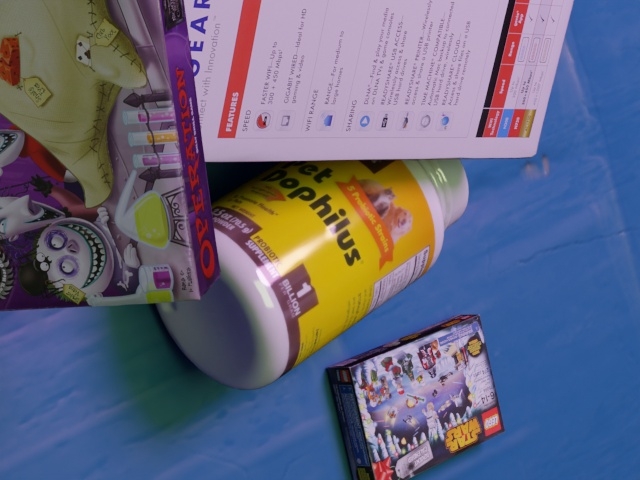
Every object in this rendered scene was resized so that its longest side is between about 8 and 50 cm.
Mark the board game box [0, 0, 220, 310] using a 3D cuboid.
[{"bbox_3d":[-0.177,-0.132,0.819,0.056,0.208,0.347,-50,135,-68],"label":"board game box"}]

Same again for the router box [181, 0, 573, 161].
[{"bbox_3d":[0.032,-0.216,0.920,0.301,0.082,0.336,-2,113,-37],"label":"router box"}]

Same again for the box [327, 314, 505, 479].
[{"bbox_3d":[0.072,0.117,1.147,0.137,0.027,0.094,-19,99,-39],"label":"box"}]

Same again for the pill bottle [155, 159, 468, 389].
[{"bbox_3d":[0.000,0.000,1.039,0.215,0.117,0.117,-34,107,-36],"label":"pill bottle"}]
